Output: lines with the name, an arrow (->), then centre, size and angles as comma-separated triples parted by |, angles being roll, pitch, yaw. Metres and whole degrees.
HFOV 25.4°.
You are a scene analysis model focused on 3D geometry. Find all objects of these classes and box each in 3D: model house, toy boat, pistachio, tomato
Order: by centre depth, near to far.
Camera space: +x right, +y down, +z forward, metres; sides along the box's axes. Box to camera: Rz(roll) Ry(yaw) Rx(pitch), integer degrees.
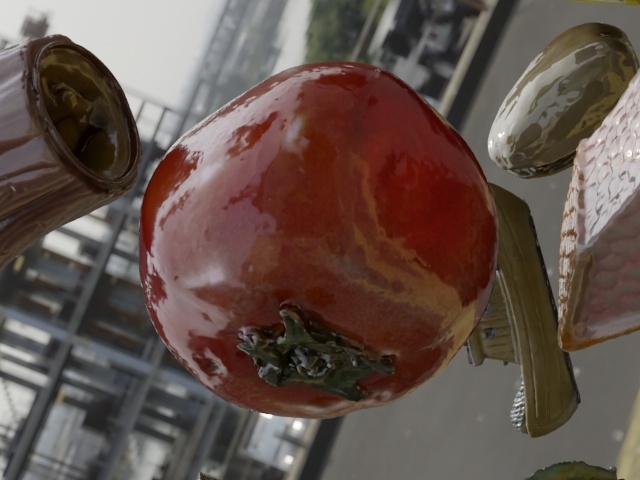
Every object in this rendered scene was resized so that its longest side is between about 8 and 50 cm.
model house -> 0.335, -0.012, 1.304 | 0.237, 0.237, 0.202 | -53, 20, 37
tomato -> 0.000, 0.000, 1.317 | 0.293, 0.325, 0.289 | -39, 33, 40
pistachio -> 0.276, -0.156, 1.610 | 0.206, 0.131, 0.129 | -42, -30, 10
toy boat -> 0.221, 0.082, 1.708 | 0.089, 0.122, 0.321 | 1, -106, -81

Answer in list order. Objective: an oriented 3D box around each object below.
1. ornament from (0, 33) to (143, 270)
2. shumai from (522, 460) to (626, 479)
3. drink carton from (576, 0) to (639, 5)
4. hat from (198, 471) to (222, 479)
ornament -> -0.310, -0.084, 1.431 | 0.218, 0.235, 0.221 | -23, -10, 24
shumai -> 0.232, 0.401, 1.292 | 0.348, 0.395, 0.395 | 122, 169, -61
drink carton -> 0.335, -0.359, 1.658 | 0.154, 0.351, 0.111 | -56, -37, -37
hat -> -0.033, 0.232, 1.113 | 0.067, 0.146, 0.146 | -28, 5, -5
